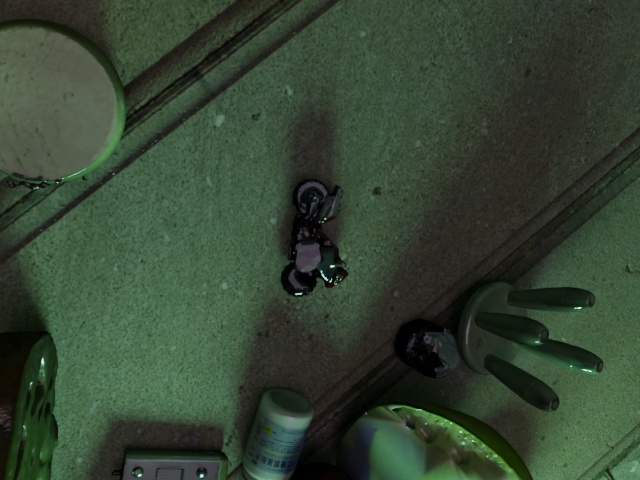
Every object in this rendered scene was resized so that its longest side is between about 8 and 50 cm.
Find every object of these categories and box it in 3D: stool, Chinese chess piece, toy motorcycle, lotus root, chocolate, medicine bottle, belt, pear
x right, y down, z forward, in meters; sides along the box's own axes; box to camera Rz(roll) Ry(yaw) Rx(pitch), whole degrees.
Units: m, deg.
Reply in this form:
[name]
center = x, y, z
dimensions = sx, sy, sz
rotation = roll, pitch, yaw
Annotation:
[stool]
center = 0.397, 0.186, 1.088
dimensions = 0.195, 0.199, 0.195
rotation = -24, 107, -27
[Chinese chess piece]
center = -0.401, -0.193, 0.813
dimensions = 0.238, 0.092, 0.237
rotation = -5, 106, -17
[toy motorcycle]
center = 0.000, 0.000, 0.996
dimensions = 0.122, 0.082, 0.213
rotation = 4, 104, -17
[lotus root]
center = -0.452, 0.317, 0.795
dimensions = 0.111, 0.375, 0.390
rotation = 7, 114, -15
[chocolate]
center = 0.005, 0.505, 1.068
dimensions = 0.177, 0.177, 0.176
rotation = -5, 106, -16
[medicine bottle]
center = -0.086, 0.383, 1.061
dimensions = 0.103, 0.103, 0.186
rotation = 15, 99, -21
[belt]
center = 0.215, 0.216, 1.136
dimensions = 0.140, 0.058, 0.105
rotation = 37, 84, -20
[pear]
center = 0.239, 0.470, 1.098
dimensions = 0.165, 0.399, 0.398
rotation = -17, 115, -55

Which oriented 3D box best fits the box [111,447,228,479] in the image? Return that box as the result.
[box]
center = -0.288, 0.522, 1.035
dimensions = 0.211, 0.045, 0.270
rotation = 11, 87, -20
